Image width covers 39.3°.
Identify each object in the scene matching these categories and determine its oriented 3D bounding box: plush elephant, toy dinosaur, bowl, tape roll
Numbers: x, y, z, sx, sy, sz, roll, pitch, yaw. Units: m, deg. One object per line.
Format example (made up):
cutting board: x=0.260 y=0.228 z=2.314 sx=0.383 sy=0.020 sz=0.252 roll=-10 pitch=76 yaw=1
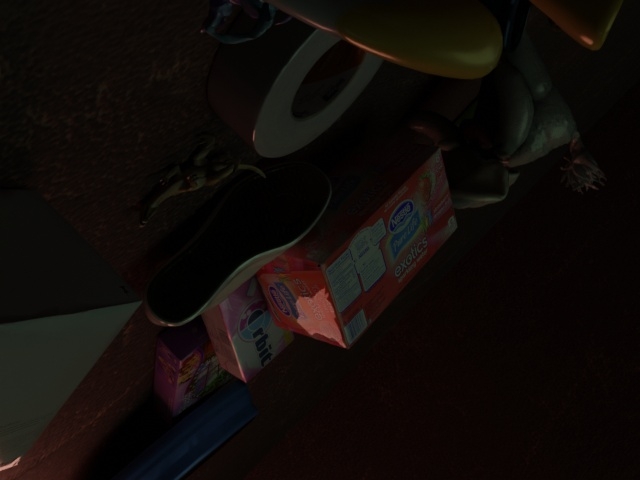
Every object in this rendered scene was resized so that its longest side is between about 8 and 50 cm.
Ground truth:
plush elephant: x=0.267 y=-0.169 z=1.457 sx=0.255 sy=0.330 sz=0.272 roll=-30 pitch=175 yaw=9
toy dinosaur: x=-0.128 y=-0.076 z=0.990 sx=0.183 sy=0.053 sz=0.092 roll=-27 pitch=172 yaw=-35
bowl: x=-0.273 y=0.407 z=1.641 sx=0.391 sy=0.077 sz=0.391 roll=-40 pitch=174 yaw=-5
tape roll: x=-0.014 y=-0.191 z=0.934 sx=0.219 sy=0.072 sz=0.219 roll=-42 pitch=165 yaw=-14

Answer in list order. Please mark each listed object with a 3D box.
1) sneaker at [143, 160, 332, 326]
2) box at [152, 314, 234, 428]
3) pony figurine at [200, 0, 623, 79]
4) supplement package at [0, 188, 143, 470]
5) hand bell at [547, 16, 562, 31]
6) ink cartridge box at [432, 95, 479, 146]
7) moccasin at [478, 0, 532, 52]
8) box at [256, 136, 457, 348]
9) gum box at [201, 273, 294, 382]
sneaker: x=-0.114 y=0.002 z=1.151 sx=0.290 sy=0.106 sz=0.123 roll=-38 pitch=180 yaw=-19
box: x=-0.179 y=0.179 z=1.468 sx=0.201 sy=0.057 sz=0.293 roll=-38 pitch=163 yaw=-29
pony figurine: x=0.004 y=-0.230 z=0.463 sx=0.351 sy=0.363 sz=0.303 roll=-52 pitch=164 yaw=-48
supplement package: x=-0.293 y=0.080 z=0.704 sx=0.203 sy=0.149 sz=0.194 roll=-51 pitch=165 yaw=14
hand bell: x=0.355 y=-0.360 z=1.283 sx=0.242 sy=0.126 sz=0.126 roll=-59 pitch=178 yaw=-47
ink cartridge box: x=0.289 y=-0.164 z=1.810 sx=0.255 sy=0.097 sz=0.189 roll=-47 pitch=166 yaw=-2
moccasin: x=0.290 y=-0.392 z=1.169 sx=0.138 sy=0.117 sz=0.342 roll=-39 pitch=164 yaw=-29
box: x=0.053 y=-0.007 z=1.288 sx=0.300 sy=0.142 sz=0.154 roll=-45 pitch=132 yaw=-34
gum box: x=-0.110 y=0.108 z=1.308 sx=0.107 sy=0.062 sz=0.188 roll=-39 pitch=134 yaw=-29
